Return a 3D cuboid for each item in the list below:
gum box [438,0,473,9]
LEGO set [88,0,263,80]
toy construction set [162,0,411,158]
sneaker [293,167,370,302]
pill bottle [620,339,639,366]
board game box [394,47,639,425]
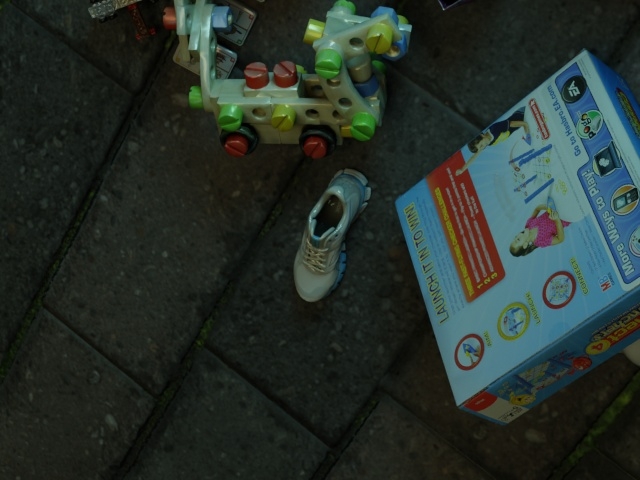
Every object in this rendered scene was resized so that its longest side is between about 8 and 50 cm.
[{"bbox_3d":[0.133,-0.363,1.393,0.062,0.107,0.188,-31,91,28],"label":"gum box"},{"bbox_3d":[-0.195,-0.335,1.581,0.244,0.060,0.182,27,118,-4],"label":"LEGO set"},{"bbox_3d":[-0.048,-0.209,1.481,0.327,0.151,0.215,14,143,21],"label":"toy construction set"},{"bbox_3d":[0.000,0.000,1.575,0.071,0.083,0.191,24,115,15],"label":"sneaker"},{"bbox_3d":[0.412,0.063,1.366,0.264,0.153,0.153,-8,101,26],"label":"pill bottle"},{"bbox_3d":[0.249,-0.003,1.358,0.302,0.086,0.308,-39,45,29],"label":"board game box"}]
